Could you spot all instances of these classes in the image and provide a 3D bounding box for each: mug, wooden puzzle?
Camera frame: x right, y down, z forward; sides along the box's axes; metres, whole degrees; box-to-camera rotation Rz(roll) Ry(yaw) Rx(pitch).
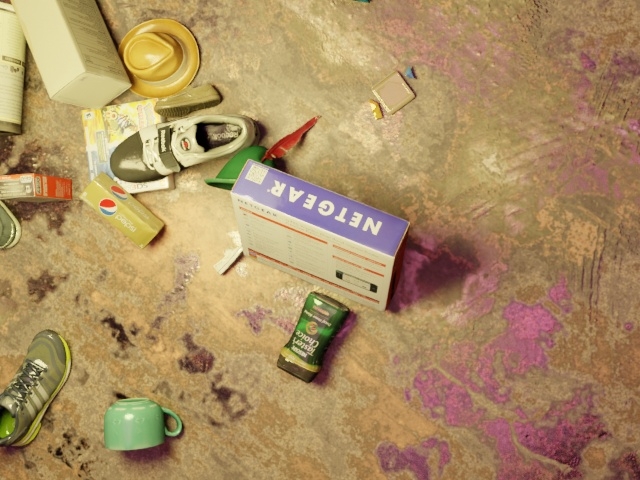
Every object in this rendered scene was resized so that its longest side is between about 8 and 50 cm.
[{"bbox_3d":[-0.402,0.400,1.882,0.130,0.158,0.097,-5,87,35],"label":"mug"},{"bbox_3d":[0.154,-0.314,1.811,0.116,0.014,0.078,-29,90,10],"label":"wooden puzzle"}]

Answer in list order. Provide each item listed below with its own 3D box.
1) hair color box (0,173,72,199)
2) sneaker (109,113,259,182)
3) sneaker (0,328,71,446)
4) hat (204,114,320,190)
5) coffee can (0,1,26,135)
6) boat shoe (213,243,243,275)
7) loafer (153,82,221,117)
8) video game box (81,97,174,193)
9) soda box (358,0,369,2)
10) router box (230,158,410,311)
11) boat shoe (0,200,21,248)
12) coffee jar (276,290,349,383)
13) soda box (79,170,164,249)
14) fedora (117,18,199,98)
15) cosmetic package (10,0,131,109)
[{"bbox_3d":[-0.633,-0.115,1.888,0.093,0.167,0.053,-3,90,11],"label":"hair color box"},{"bbox_3d":[-0.298,-0.208,1.803,0.331,0.146,0.122,-17,91,1],"label":"sneaker"},{"bbox_3d":[-0.662,0.343,1.924,0.111,0.121,0.299,23,95,10],"label":"sneaker"},{"bbox_3d":[-0.138,-0.197,1.803,0.173,0.209,0.183,4,86,35],"label":"hat"},{"bbox_3d":[-0.761,-0.381,1.892,0.202,0.201,0.275,5,92,11],"label":"coffee can"},{"bbox_3d":[-0.198,0.031,1.874,0.035,0.035,0.100,45,105,4],"label":"boat shoe"},{"bbox_3d":[-0.295,-0.309,1.871,0.148,0.056,0.050,-12,73,-12],"label":"loafer"},{"bbox_3d":[-0.432,-0.204,1.910,0.187,0.048,0.205,-8,90,9],"label":"video game box"},{"bbox_3d":[0.085,-0.616,1.791,0.071,0.067,0.210,12,93,11],"label":"soda box"},{"bbox_3d":[0.000,0.000,1.698,0.336,0.301,0.082,22,68,9],"label":"router box"},{"bbox_3d":[-0.829,-0.103,1.961,0.319,0.099,0.116,43,98,7],"label":"boat shoe"},{"bbox_3d":[-0.018,0.208,1.818,0.096,0.079,0.184,26,96,10],"label":"coffee jar"},{"bbox_3d":[-0.435,-0.066,1.873,0.181,0.061,0.058,41,112,-10],"label":"soda box"},{"bbox_3d":[-0.368,-0.406,1.877,0.195,0.079,0.194,0,91,10],"label":"fedora"},{"bbox_3d":[-0.548,-0.451,1.843,0.113,0.160,0.309,-29,76,22],"label":"cosmetic package"}]
